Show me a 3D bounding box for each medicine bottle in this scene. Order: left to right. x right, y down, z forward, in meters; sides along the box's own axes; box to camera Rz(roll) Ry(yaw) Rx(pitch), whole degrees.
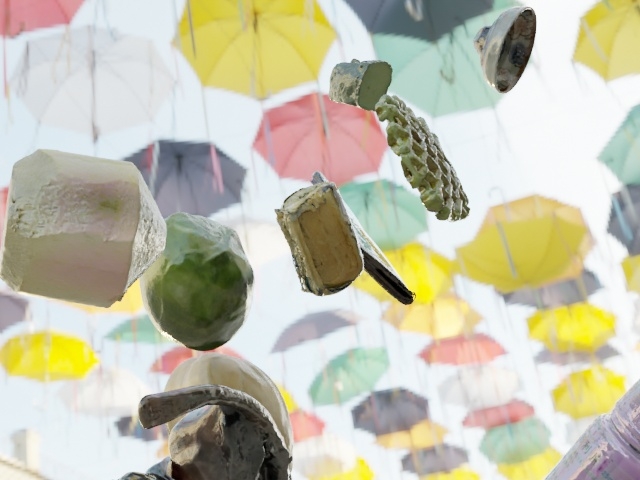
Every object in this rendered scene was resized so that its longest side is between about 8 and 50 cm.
[{"bbox_3d":[0.408,0.320,1.542,0.152,0.152,0.254,19,-68,-41],"label":"medicine bottle"}]

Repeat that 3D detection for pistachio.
[{"bbox_3d":[-0.114,0.255,1.490,0.157,0.229,0.157,-23,-7,-3],"label":"pistachio"}]

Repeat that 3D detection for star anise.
[{"bbox_3d":[-0.122,0.257,1.024,0.316,0.139,0.359,-54,-27,12],"label":"star anise"}]

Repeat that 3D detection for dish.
[{"bbox_3d":[0.273,-0.307,1.774,0.078,0.141,0.141,23,-18,25],"label":"dish"}]

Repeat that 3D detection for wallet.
[{"bbox_3d":[0.049,-0.010,1.606,0.031,0.255,0.137,-40,-60,5],"label":"wallet"}]

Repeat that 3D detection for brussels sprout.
[{"bbox_3d":[-0.150,0.049,1.363,0.144,0.180,0.161,-38,-82,19],"label":"brussels sprout"}]

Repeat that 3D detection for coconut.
[{"bbox_3d":[-0.224,-0.009,1.080,0.153,0.147,0.147,10,-34,-16],"label":"coconut"}]

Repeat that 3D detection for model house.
[{"bbox_3d":[0.058,-0.243,1.731,0.066,0.078,0.083,5,12,-42],"label":"model house"}]

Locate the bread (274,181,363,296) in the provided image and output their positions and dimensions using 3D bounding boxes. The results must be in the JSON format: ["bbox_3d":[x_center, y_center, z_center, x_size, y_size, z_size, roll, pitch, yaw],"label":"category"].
[{"bbox_3d":[0.000,0.000,1.088,0.072,0.053,0.106,-33,-63,-28],"label":"bread"}]

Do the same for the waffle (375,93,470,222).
[{"bbox_3d":[0.124,-0.096,1.347,0.036,0.169,0.183,-29,-11,16],"label":"waffle"}]
